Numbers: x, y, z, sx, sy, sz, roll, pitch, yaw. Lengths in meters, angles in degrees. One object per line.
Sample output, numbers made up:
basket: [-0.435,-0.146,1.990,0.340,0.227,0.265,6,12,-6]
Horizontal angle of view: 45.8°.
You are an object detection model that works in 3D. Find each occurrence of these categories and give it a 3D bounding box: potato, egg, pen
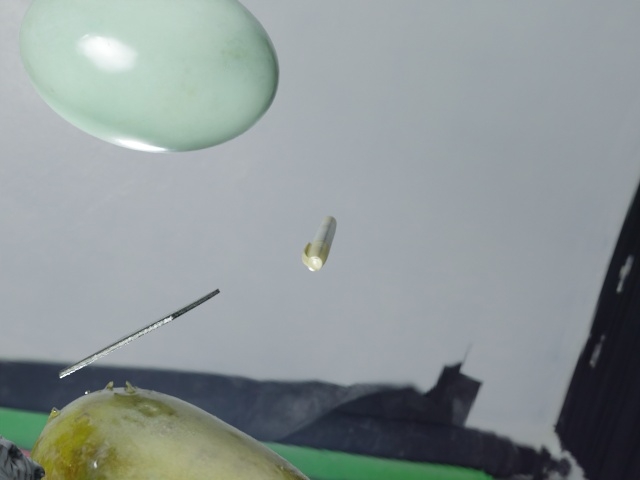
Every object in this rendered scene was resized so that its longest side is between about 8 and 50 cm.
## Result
potato: [-0.167,0.322,0.844,0.359,0.270,0.219,20,-174,15]
egg: [-0.250,-0.272,1.150,0.388,0.276,0.276,5,-168,-21]
pen: [0.000,0.000,1.218,0.040,0.032,0.233,5,-162,4]

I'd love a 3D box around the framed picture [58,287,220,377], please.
framed picture: [-0.366,0.186,1.593,0.265,0.016,0.347,-28,-179,7]

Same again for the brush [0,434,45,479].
brush: [-0.241,0.218,0.609,0.065,0.070,0.327,-2,144,3]
